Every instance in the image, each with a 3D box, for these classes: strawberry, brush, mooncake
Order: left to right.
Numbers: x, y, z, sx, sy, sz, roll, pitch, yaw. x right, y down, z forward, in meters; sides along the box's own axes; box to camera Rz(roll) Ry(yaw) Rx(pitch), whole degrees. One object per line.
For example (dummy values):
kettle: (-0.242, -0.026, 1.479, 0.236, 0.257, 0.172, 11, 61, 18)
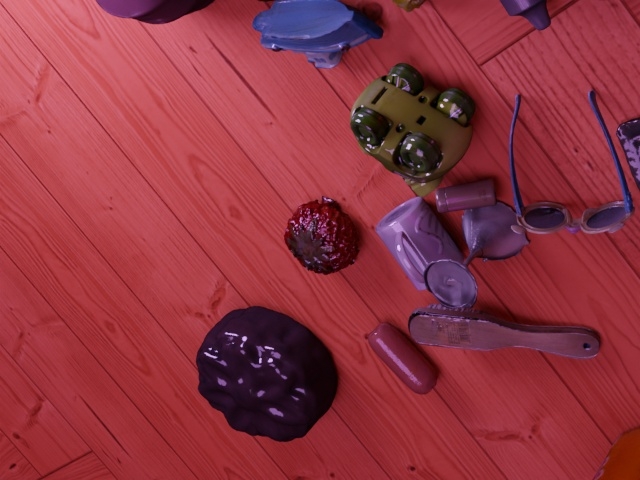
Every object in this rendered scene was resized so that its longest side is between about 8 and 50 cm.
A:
mooncake: (-0.112, 0.270, 2.404, 0.283, 0.141, 0.283, 18, 131, 21)
strawberry: (0.000, 0.000, 2.178, 0.145, 0.086, 0.145, 16, 126, 23)
brush: (0.314, 0.151, 2.107, 0.327, 0.065, 0.070, 6, 118, 18)

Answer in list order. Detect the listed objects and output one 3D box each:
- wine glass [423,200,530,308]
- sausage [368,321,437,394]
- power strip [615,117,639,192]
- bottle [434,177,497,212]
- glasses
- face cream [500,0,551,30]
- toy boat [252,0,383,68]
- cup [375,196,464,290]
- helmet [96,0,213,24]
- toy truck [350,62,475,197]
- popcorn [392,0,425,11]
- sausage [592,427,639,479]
wine glass: (0.245, 0.024, 1.969, 0.122, 0.183, 0.122, 16, 127, 22)
sausage: (0.152, 0.216, 2.246, 0.154, 0.062, 0.062, 46, 133, -3)
power strip: (0.568, -0.072, 1.757, 0.257, 0.092, 0.251, -14, 116, 43)
bottle: (0.233, -0.071, 1.979, 0.096, 0.045, 0.045, -10, 118, 6)
glasses: (0.382, -0.120, 1.882, 0.189, 0.088, 0.221, 0, 101, 34)
face cream: (0.237, -0.429, 1.721, 0.092, 0.092, 0.311, -24, 105, 41)
toy boat: (0.001, -0.330, 1.963, 0.215, 0.088, 0.102, 3, 156, 30)
cup: (0.169, 0.008, 2.046, 0.099, 0.136, 0.133, -35, 100, -2)
helmet: (-0.295, -0.496, 1.949, 0.270, 0.197, 0.338, 3, 123, 34)
toy truck: (0.133, -0.167, 1.947, 0.187, 0.148, 0.210, 37, 160, 1)
popcorn: (0.130, -0.381, 1.847, 0.059, 0.068, 0.083, -49, 49, 21)
sausage: (0.537, 0.473, 2.024, 0.233, 0.287, 0.233, 20, 130, 26)
